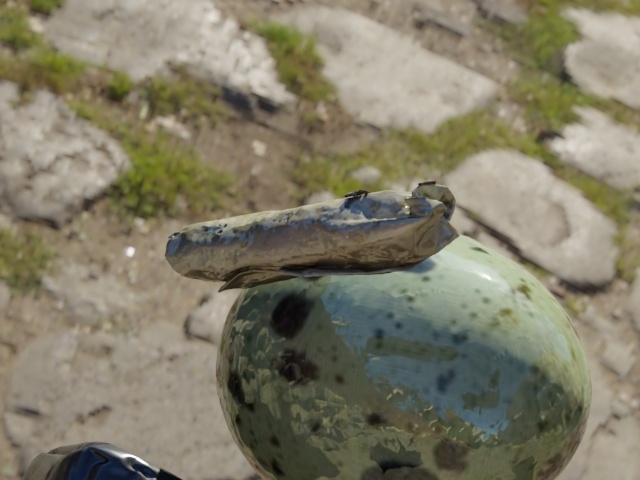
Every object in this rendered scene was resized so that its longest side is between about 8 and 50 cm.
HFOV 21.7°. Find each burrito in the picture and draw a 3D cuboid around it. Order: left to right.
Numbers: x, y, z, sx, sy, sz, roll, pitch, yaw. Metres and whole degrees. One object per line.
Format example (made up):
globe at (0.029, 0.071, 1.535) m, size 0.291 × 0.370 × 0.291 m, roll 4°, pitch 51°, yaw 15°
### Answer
burrito at (0.000, 0.000, 1.237) m, size 0.087 × 0.226 × 0.060 m, roll 5°, pitch 78°, yaw -57°

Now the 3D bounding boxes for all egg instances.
egg at (0.071, 0.127, 1.521) m, size 0.288 × 0.287 × 0.379 m, roll -11°, pitch 16°, yaw -35°

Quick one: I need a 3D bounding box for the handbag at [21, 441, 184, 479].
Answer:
handbag at (-0.227, 0.351, 1.563) m, size 0.178 × 0.275 × 0.301 m, roll 24°, pitch 75°, yaw -13°
